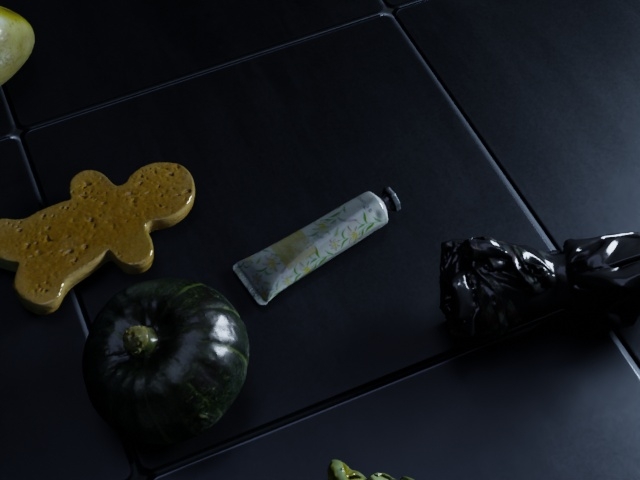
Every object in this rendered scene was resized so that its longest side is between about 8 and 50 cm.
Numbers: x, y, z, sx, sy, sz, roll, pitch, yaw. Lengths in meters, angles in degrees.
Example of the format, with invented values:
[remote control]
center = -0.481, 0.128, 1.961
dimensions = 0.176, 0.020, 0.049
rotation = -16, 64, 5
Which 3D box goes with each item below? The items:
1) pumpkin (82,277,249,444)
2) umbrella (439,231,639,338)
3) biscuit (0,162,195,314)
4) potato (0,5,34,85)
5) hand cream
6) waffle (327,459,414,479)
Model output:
[pumpkin]
center = -0.151, 0.116, 1.080
dimensions = 0.167, 0.125, 0.167
rotation = 3, 60, -5
[umbrella]
center = 0.256, 0.042, 1.112
dimensions = 0.273, 0.122, 0.110
rotation = -3, 53, 1
[biscuit]
center = -0.247, -0.012, 1.234
dimensions = 0.240, 0.035, 0.158
rotation = -28, 59, -16
[potato]
center = -0.450, -0.237, 1.350
dimensions = 0.194, 0.157, 0.157
rotation = -17, 51, -38
[hand cream]
center = 0.000, 0.000, 1.209
dimensions = 0.195, 0.042, 0.067
rotation = -31, 59, -13
[waffle]
center = 0.049, 0.304, 0.971
dimensions = 0.208, 0.054, 0.214
rotation = 20, 60, 22
